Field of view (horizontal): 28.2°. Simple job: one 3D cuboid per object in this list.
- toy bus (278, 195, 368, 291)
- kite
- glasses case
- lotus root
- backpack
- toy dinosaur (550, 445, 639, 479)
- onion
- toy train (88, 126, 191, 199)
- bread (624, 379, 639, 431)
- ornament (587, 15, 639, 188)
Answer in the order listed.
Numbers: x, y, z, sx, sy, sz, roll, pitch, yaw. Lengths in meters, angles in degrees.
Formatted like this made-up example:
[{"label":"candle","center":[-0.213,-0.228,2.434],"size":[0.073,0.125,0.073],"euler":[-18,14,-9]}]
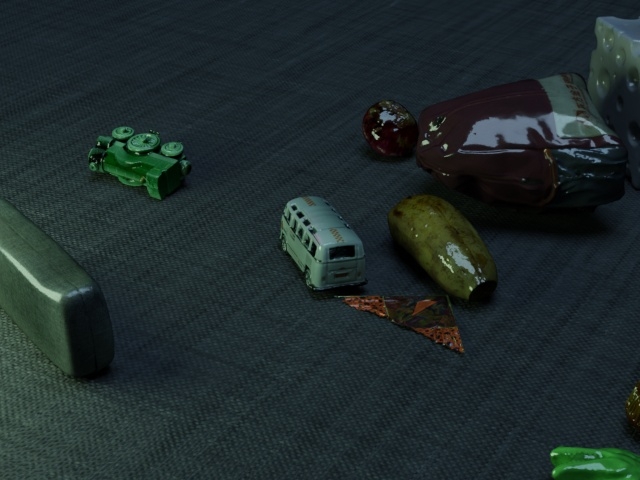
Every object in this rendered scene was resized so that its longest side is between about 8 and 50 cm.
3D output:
[{"label":"toy bus","center":[0.000,0.000,1.865],"size":[0.087,0.089,0.194],"euler":[-7,28,-18]},{"label":"kite","center":[0.143,0.097,1.778],"size":[0.222,0.008,0.125],"euler":[23,33,34]},{"label":"glasses case","center":[-0.373,0.057,1.674],"size":[0.074,0.131,0.323],"euler":[-21,35,-29]},{"label":"lotus root","center":[0.182,0.003,1.874],"size":[0.110,0.097,0.258],"euler":[-8,33,-25]},{"label":"backpack","center":[0.312,-0.146,2.067],"size":[0.317,0.197,0.283],"euler":[-6,29,-4]},{"label":"toy dinosaur","center":[0.493,0.330,1.276],"size":[0.500,0.143,0.374],"euler":[7,15,2]},{"label":"onion","center":[0.123,-0.195,2.259],"size":[0.107,0.097,0.107],"euler":[11,60,-20]},{"label":"toy train","center":[-0.303,-0.130,2.117],"size":[0.178,0.071,0.104],"euler":[18,42,25]},{"label":"bread","center":[0.409,0.209,1.536],"size":[0.085,0.053,0.085],"euler":[13,26,-7]},{"label":"ornament","center":[0.628,-0.251,2.246],"size":[0.240,0.239,0.239],"euler":[-5,27,-14]}]
